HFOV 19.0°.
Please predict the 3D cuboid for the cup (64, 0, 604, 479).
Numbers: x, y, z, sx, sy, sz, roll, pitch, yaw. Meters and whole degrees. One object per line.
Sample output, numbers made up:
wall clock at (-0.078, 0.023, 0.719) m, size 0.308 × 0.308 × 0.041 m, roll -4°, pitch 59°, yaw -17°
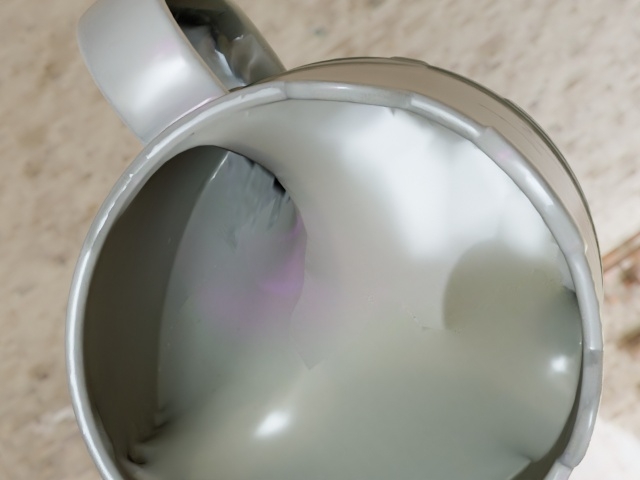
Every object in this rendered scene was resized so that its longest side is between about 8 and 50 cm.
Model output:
cup at (0.000, 0.000, 0.863) m, size 0.219 × 0.289 × 0.257 m, roll -37°, pitch -178°, yaw 12°
